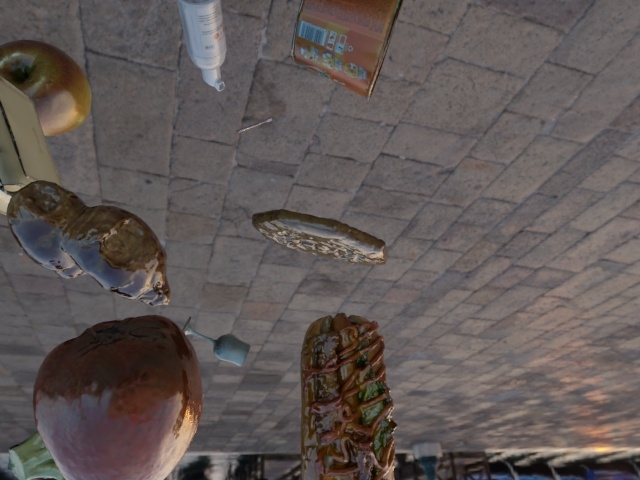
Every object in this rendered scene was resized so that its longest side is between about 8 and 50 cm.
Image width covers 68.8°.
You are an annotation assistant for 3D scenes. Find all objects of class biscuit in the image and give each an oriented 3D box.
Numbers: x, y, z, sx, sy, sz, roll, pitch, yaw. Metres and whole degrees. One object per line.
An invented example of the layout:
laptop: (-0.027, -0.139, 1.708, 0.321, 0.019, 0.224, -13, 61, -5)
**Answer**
biscuit: (0.001, 0.001, 1.169, 0.359, 0.046, 0.359, 14, 170, 3)

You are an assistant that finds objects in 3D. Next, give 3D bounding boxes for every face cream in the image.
face cream: (-0.411, -0.707, 1.670, 0.145, 0.145, 0.370, 0, 148, -5)

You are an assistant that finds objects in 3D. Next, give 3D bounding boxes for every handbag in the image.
handbag: (-0.841, -0.251, 1.227, 0.160, 0.359, 0.237, -23, 170, -7)

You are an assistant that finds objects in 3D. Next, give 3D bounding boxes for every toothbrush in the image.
toothbrush: (-0.141, -0.245, 0.992, 0.008, 0.097, 0.006, 21, 130, 39)

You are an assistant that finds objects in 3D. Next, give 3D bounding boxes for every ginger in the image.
ginger: (-0.481, 0.029, 1.002, 0.357, 0.152, 0.274, 24, 138, -9)

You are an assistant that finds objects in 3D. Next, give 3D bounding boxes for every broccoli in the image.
broccoli: (-0.666, 0.531, 1.214, 0.245, 0.288, 0.248, -18, 150, -41)

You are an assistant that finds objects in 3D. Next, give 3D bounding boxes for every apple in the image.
apple: (-1.129, -0.596, 1.870, 0.383, 0.374, 0.374, -8, 148, -9)

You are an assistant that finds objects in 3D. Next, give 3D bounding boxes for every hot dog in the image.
hot dog: (0.049, 0.292, 0.754, 0.158, 0.349, 0.117, 3, 169, -19)

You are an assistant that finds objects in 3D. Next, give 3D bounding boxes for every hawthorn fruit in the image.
hawthorn fruit: (-0.260, 0.239, 0.639, 0.210, 0.210, 0.263, -4, 109, 2)

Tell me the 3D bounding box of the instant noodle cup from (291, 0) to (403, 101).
instant noodle cup: (0.066, -0.508, 1.112, 0.213, 0.296, 0.296, 20, 145, 1)

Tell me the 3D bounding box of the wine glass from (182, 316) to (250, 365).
wine glass: (-0.303, 0.292, 1.345, 0.195, 0.079, 0.079, 28, 139, -13)
